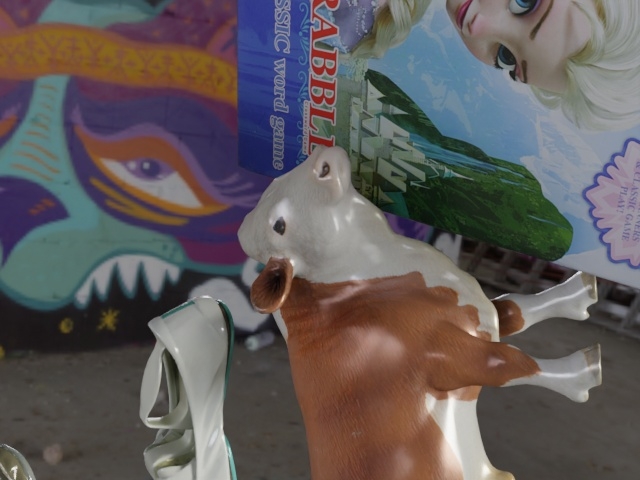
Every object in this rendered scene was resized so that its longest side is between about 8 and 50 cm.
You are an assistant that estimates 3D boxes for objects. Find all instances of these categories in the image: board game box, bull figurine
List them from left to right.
[{"bbox_3d":[0.058,0.096,0.473,0.188,0.310,0.101,-2,13,16],"label":"bull figurine"},{"bbox_3d":[0.095,-0.155,0.427,0.318,0.318,0.066,18,29,32],"label":"board game box"}]

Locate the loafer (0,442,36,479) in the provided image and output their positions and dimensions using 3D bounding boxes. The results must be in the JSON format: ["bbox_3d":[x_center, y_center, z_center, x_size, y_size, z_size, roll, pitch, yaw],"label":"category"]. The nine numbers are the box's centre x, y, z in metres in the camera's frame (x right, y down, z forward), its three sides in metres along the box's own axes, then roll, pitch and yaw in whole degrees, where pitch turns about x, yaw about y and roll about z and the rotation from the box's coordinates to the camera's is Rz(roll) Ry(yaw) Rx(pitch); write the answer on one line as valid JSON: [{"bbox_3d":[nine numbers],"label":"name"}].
[{"bbox_3d":[-0.391,0.363,0.979,0.094,0.251,0.087,0,-7,22],"label":"loafer"}]

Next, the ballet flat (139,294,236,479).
[{"bbox_3d":[-0.200,0.271,1.236,0.139,0.400,0.139,2,20,-1],"label":"ballet flat"}]
